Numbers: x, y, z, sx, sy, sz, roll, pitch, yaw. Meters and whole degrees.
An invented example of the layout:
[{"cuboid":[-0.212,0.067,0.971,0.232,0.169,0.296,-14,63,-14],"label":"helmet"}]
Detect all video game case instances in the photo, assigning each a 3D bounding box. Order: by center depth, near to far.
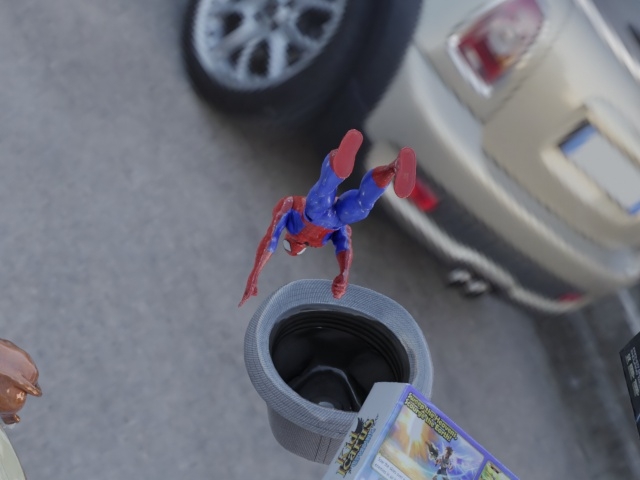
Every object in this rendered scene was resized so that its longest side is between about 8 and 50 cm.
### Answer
[{"cuboid":[0.102,0.314,1.427,0.269,0.061,0.244,42,66,-24],"label":"video game case"}]

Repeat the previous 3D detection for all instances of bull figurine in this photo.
[{"cuboid":[-0.478,0.123,1.790,0.310,0.101,0.188,34,-19,4],"label":"bull figurine"}]

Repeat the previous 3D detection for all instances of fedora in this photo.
[{"cuboid":[0.014,0.183,1.834,0.243,0.124,0.275,9,35,-9],"label":"fedora"}]

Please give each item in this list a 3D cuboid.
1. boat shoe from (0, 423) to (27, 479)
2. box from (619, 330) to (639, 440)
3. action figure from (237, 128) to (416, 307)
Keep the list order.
[{"cuboid":[-0.316,0.079,0.962,0.341,0.121,0.110,60,34,-10],"label":"boat shoe"},{"cuboid":[0.333,0.134,1.089,0.180,0.077,0.147,4,59,-18],"label":"box"},{"cuboid":[0.000,0.000,1.409,0.091,0.280,0.139,19,74,-11],"label":"action figure"}]
